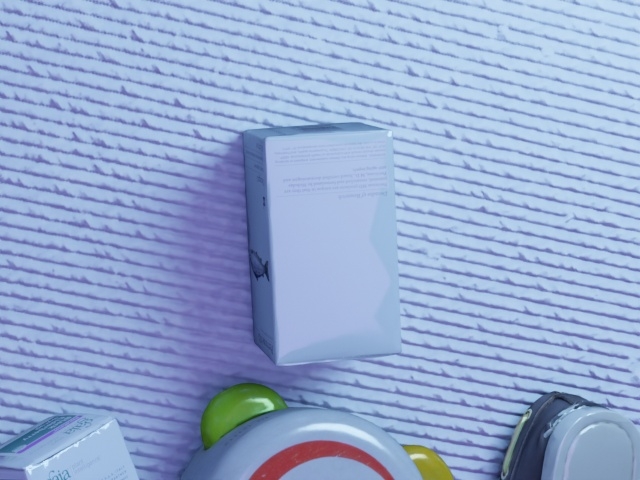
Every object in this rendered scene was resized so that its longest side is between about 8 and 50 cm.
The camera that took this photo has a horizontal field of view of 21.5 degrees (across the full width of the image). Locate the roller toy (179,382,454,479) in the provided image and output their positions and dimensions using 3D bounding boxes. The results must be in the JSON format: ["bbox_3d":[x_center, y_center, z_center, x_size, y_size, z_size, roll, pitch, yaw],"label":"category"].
[{"bbox_3d":[-0.012,0.228,1.335,0.209,0.146,0.191,24,79,-13],"label":"roller toy"}]

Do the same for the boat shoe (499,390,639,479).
[{"bbox_3d":[0.187,0.290,1.431,0.116,0.096,0.324,8,97,-24],"label":"boat shoe"}]

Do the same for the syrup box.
[{"bbox_3d":[-0.183,0.262,1.330,0.093,0.096,0.237,-30,104,-41],"label":"syrup box"}]

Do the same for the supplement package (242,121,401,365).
[{"bbox_3d":[0.000,0.000,1.346,0.105,0.105,0.179,-5,98,-12],"label":"supplement package"}]
